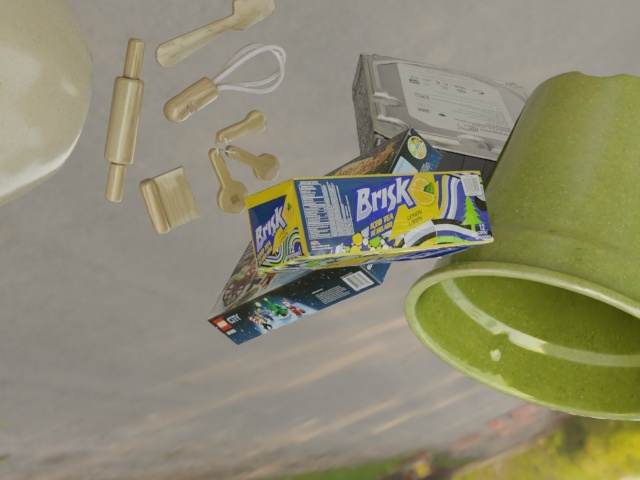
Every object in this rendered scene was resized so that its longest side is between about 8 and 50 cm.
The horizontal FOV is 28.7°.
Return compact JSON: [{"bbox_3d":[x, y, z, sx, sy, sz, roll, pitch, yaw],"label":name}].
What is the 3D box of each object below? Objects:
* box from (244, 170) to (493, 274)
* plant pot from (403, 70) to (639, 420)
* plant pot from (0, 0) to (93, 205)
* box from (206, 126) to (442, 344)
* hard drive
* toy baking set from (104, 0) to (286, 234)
[{"bbox_3d":[0.036,-0.014,0.845,0.168,0.054,0.059,-4,170,-39],"label":"box"},{"bbox_3d":[0.245,-0.008,1.163,0.276,0.254,0.276,17,155,8],"label":"plant pot"},{"bbox_3d":[-0.288,-0.127,0.954,0.191,0.284,0.284,13,146,-37],"label":"plant pot"},{"bbox_3d":[0.000,0.000,1.179,0.233,0.044,0.159,-26,-150,49],"label":"box"},{"bbox_3d":[0.163,-0.140,1.537,0.236,0.064,0.339,11,-156,-5],"label":"hard drive"},{"bbox_3d":[-0.124,-0.134,1.271,0.196,0.256,0.030,-2,-165,-34],"label":"toy baking set"}]
